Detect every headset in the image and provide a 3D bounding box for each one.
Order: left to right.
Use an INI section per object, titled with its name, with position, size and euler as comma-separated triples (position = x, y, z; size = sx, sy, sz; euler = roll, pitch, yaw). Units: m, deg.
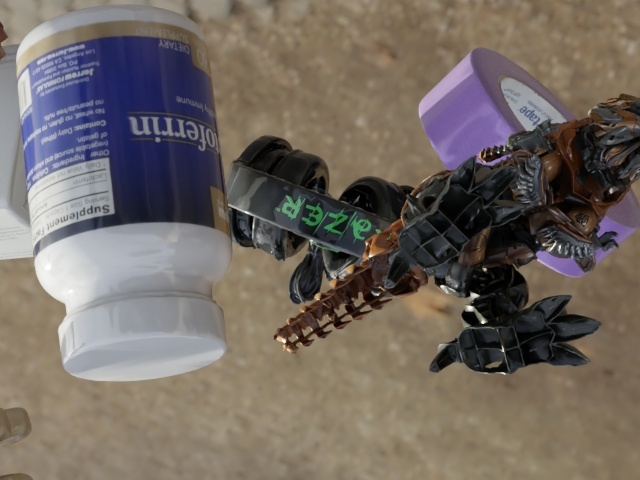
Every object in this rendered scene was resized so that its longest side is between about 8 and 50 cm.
[headset]
position = 0.000, 0.000, 2.069
size = 0.243, 0.185, 0.394
euler = 21, -177, -2

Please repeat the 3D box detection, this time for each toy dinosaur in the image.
[toy dinosaur]
position = 0.123, 0.004, 1.384
size = 0.164, 0.322, 0.218
euler = 37, -165, -12

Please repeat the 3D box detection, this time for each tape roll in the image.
[tape roll]
position = 0.240, -0.090, 2.098
size = 0.275, 0.275, 0.090
euler = 36, 114, -24

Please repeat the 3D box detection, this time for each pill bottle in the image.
[pill bottle]
position = -0.149, -0.034, 1.424
size = 0.153, 0.264, 0.153
euler = -7, 163, -2

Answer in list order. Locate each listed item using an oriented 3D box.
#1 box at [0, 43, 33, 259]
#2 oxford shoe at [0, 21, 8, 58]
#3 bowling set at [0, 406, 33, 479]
[box]
position = -0.344, -0.082, 1.824
size = 0.181, 0.182, 0.119
euler = -5, 155, 21
[oxford shoe]
position = -0.358, -0.174, 1.622
size = 0.123, 0.130, 0.348
euler = 54, 180, -4
[bowling set]
position = -0.405, 0.256, 2.005
size = 0.154, 0.287, 0.200
euler = -17, 133, 1
